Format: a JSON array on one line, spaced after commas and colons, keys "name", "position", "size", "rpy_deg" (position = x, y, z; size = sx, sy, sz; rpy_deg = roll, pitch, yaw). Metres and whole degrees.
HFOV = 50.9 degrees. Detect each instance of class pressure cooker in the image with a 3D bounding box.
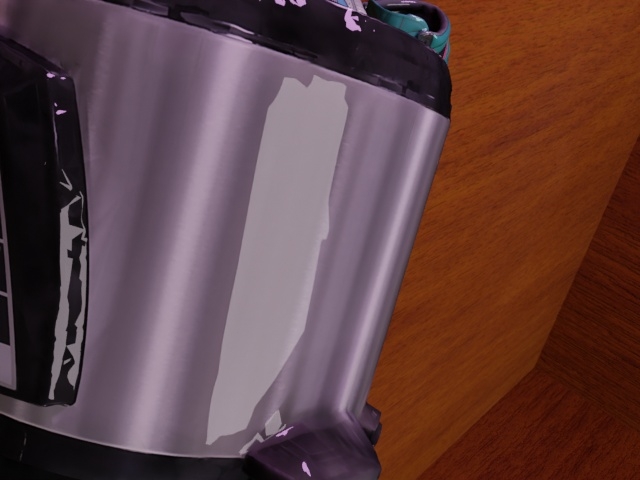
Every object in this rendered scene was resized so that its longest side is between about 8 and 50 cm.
[{"name": "pressure cooker", "position": [-0.113, 0.020, 0.533], "size": [0.370, 0.376, 0.420], "rpy_deg": [-108, -146, -79]}]

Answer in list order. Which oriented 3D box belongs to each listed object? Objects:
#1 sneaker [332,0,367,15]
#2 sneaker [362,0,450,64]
[{"name": "sneaker", "position": [-0.024, -0.259, 0.722], "size": [0.283, 0.110, 0.122], "rpy_deg": [46, 53, -43]}, {"name": "sneaker", "position": [0.079, -0.214, 0.876], "size": [0.295, 0.124, 0.178], "rpy_deg": [-51, 155, -26]}]
